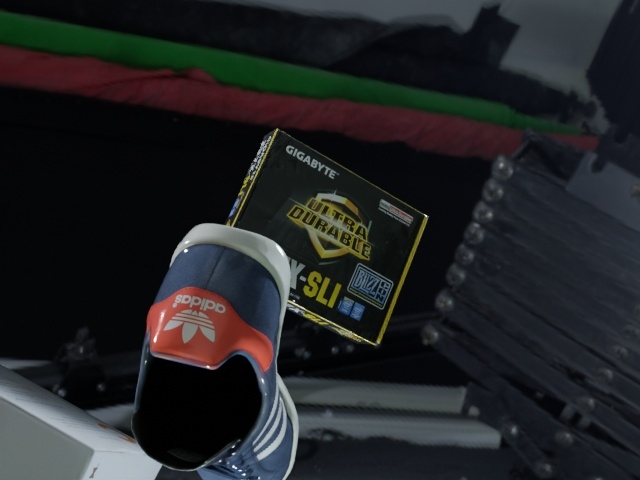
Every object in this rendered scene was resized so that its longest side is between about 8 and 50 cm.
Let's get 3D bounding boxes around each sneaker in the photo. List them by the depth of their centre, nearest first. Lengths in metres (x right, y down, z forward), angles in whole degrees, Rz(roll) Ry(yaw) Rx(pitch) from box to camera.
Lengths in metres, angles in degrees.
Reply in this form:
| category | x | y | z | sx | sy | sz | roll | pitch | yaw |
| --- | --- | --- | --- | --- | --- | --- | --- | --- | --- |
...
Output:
| category | x | y | z | sx | sy | sz | roll | pitch | yaw |
| --- | --- | --- | --- | --- | --- | --- | --- | --- | --- |
| sneaker | -0.095 | 0.156 | 0.679 | 0.131 | 0.350 | 0.148 | 8 | -137 | 11 |

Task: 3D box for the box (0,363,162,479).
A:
| category | x | y | z | sx | sy | sz | roll | pitch | yaw |
| --- | --- | --- | --- | --- | --- | --- | --- | --- | --- |
| box | -0.386 | 0.232 | 0.879 | 0.345 | 0.168 | 0.215 | 24 | 168 | 15 |

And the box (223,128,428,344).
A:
| category | x | y | z | sx | sy | sz | roll | pitch | yaw |
| --- | --- | --- | --- | --- | --- | --- | --- | --- | --- |
| box | 0.000 | 0.000 | 1.359 | 0.322 | 0.257 | 0.079 | 29 | 165 | -19 |
